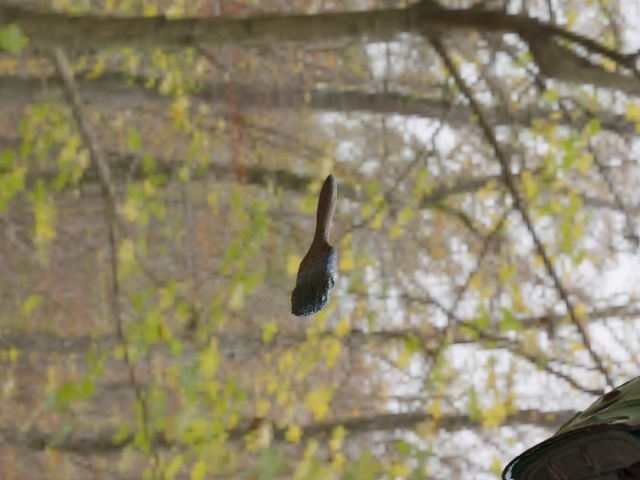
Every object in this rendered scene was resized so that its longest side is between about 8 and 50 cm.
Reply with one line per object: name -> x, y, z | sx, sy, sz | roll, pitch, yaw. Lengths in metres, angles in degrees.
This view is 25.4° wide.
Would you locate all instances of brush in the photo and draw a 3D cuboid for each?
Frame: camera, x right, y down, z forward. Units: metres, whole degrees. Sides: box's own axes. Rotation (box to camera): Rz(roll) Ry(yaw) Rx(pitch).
brush -> 0.000, 0.000, 1.681 | 0.070, 0.021, 0.196 | -30, -138, 44

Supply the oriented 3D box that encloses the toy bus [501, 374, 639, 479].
toy bus -> 0.331, 0.247, 1.117 | 0.343, 0.199, 0.183 | 54, -36, 1
